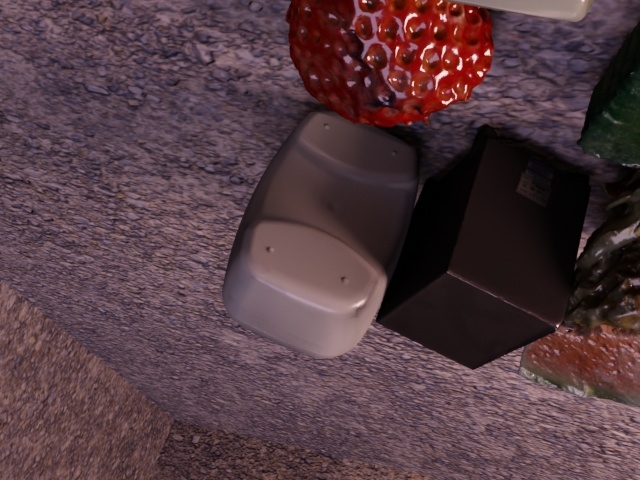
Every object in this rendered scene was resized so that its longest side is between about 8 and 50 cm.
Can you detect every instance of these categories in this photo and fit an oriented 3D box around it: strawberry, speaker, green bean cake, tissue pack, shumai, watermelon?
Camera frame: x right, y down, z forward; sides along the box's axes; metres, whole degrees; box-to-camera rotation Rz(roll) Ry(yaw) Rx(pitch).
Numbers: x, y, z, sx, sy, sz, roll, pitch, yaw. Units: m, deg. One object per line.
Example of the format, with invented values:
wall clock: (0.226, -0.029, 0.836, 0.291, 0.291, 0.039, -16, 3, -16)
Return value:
strawberry: (0.073, -0.232, 0.908, 0.254, 0.150, 0.280, 20, 154, 2)
speaker: (0.229, 0.017, 1.124, 0.184, 0.253, 0.232, 27, 151, -8)
green bean cake: (0.404, -0.153, 0.866, 0.194, 0.107, 0.208, 17, 153, 1)
tissue pack: (0.000, 0.000, 1.162, 0.230, 0.333, 0.236, 23, 149, 1)
shumai: (0.419, -0.005, 1.048, 0.189, 0.256, 0.218, 15, 121, 44)
watermelon: (0.471, 0.179, 1.329, 0.264, 0.151, 0.302, 12, 152, 31)

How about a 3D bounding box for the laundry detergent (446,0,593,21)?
laundry detergent: (0.118, -0.285, 0.721, 0.281, 0.215, 0.105, 16, 130, 18)
